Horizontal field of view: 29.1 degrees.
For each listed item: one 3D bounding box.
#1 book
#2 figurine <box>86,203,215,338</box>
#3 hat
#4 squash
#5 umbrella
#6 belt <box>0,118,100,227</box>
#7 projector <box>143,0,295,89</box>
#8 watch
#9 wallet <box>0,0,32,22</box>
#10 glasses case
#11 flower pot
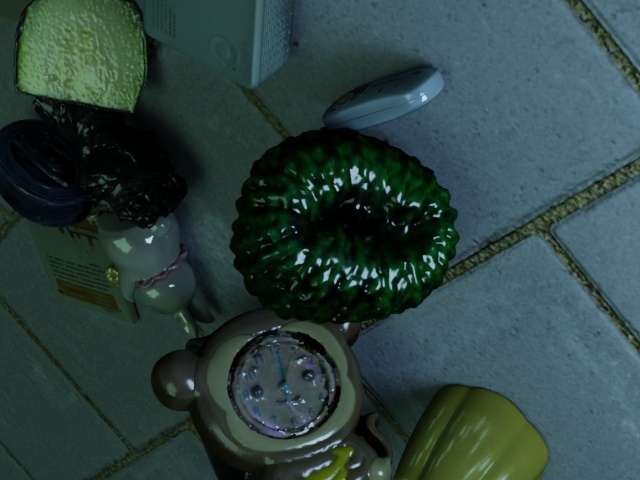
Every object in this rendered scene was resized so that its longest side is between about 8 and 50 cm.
[{"bbox_3d":[-0.432,0.004,2.143,0.208,0.020,0.295,13,131,35],"label":"book"},{"bbox_3d":[-0.267,0.052,1.951,0.155,0.127,0.235,-3,125,23],"label":"figurine"},{"bbox_3d":[0.000,0.000,1.570,0.274,0.242,0.332,23,166,-16],"label":"hat"},{"bbox_3d":[-0.329,-0.287,1.755,0.192,0.085,0.184,11,106,0],"label":"squash"},{"bbox_3d":[-0.342,-0.156,1.810,0.336,0.154,0.128,44,128,2],"label":"umbrella"},{"bbox_3d":[-0.433,-0.107,1.949,0.190,0.141,0.082,41,144,15],"label":"belt"},{"bbox_3d":[-0.120,-0.337,1.494,0.192,0.099,0.256,29,139,20],"label":"projector"},{"bbox_3d":[-0.075,0.275,1.819,0.335,0.314,0.327,65,161,16],"label":"watch"},{"bbox_3d":[-0.451,-0.429,1.683,0.275,0.068,0.335,14,140,-1],"label":"wallet"},{"bbox_3d":[0.073,-0.168,1.484,0.178,0.067,0.045,-12,116,48],"label":"glasses case"},{"bbox_3d":[0.193,0.327,1.717,0.195,0.179,0.195,23,134,25],"label":"flower pot"}]
